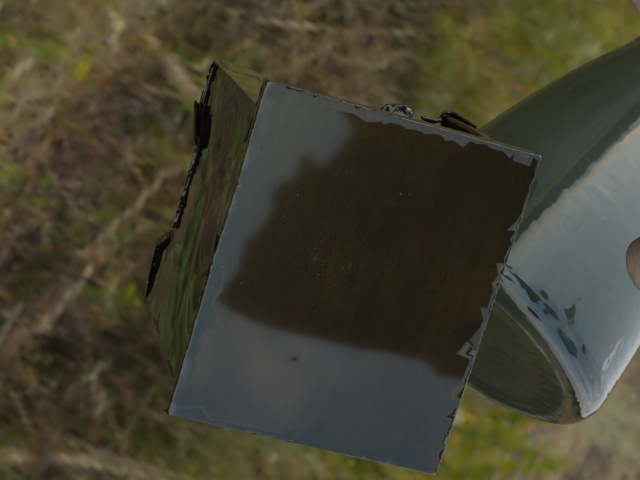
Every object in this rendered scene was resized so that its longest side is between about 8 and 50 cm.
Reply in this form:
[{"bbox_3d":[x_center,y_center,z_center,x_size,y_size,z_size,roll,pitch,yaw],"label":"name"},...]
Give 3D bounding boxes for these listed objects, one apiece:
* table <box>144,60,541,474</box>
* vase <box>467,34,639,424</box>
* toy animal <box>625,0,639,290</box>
[{"bbox_3d":[0.000,0.000,0.479,0.082,0.070,0.083,-126,-129,-71],"label":"table"},{"bbox_3d":[0.187,-0.057,1.153,0.321,0.173,0.173,-48,152,-18],"label":"vase"},{"bbox_3d":[0.169,-0.028,0.716,0.124,0.124,0.212,-45,123,-34],"label":"toy animal"}]
